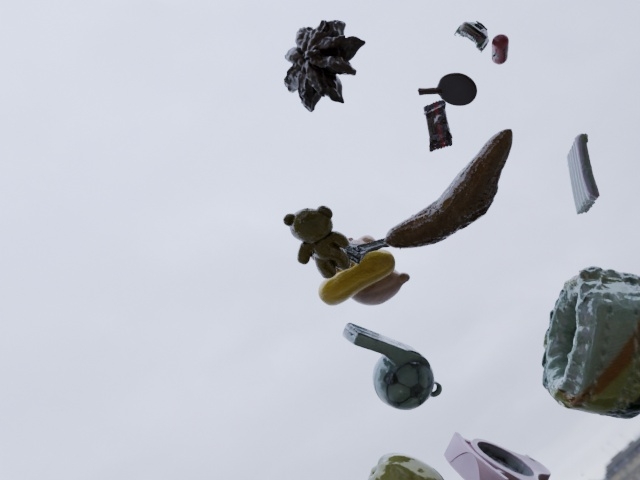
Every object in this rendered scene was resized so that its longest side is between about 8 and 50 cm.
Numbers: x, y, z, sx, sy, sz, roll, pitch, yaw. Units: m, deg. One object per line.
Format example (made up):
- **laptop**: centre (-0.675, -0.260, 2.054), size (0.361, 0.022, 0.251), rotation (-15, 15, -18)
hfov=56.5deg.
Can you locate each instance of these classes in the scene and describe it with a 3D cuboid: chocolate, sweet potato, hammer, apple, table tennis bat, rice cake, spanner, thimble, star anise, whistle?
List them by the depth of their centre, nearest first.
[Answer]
- **thimble**: centre (0.548, 0.196, 1.161), size (0.254, 0.167, 0.288), rotation (-49, -30, -74)
- **sweet potato**: centre (0.288, -0.080, 1.233), size (0.114, 0.092, 0.341), rotation (41, -70, -15)
- **apple**: centre (0.189, 0.564, 1.303), size (0.200, 0.200, 0.200), rotation (-25, -38, -21)
- **hammer**: centre (0.415, -0.441, 1.377), size (0.043, 0.043, 0.083), rotation (-40, -22, -1)
- **whistle**: centre (0.171, 0.322, 1.443), size (0.290, 0.163, 0.163), rotation (22, -63, -16)
- **star anise**: centre (-0.007, -0.451, 1.489), size (0.109, 0.236, 0.223), rotation (20, -110, -51)
- **spanner**: centre (0.168, 0.005, 1.590), size (0.325, 0.093, 0.026), rotation (-15, -47, -21)
- **table tennis bat**: centre (0.335, -0.385, 1.642), size (0.119, 0.170, 0.107), rotation (-60, -40, -34)
- **rice cake**: centre (0.729, -0.185, 1.664), size (0.037, 0.198, 0.189), rotation (-5, -14, 11)
- **chocolate**: centre (0.382, -0.378, 1.947), size (0.086, 0.182, 0.028), rotation (-14, -21, 28)

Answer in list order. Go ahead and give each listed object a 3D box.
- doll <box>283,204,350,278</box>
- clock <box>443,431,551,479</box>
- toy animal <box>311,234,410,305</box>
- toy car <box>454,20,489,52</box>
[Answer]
- **doll**: centre (0.000, 0.000, 1.477), size (0.137, 0.097, 0.209), rotation (-18, -57, 12)
- **clock**: centre (0.491, 0.606, 1.486), size (0.275, 0.290, 0.080), rotation (21, -85, -20)
- **toy animal**: centre (0.146, 0.077, 2.103), size (0.345, 0.247, 0.277), rotation (6, -44, -36)
- **toy car**: centre (0.357, -0.476, 1.375), size (0.055, 0.069, 0.142), rotation (-55, -7, 22)
